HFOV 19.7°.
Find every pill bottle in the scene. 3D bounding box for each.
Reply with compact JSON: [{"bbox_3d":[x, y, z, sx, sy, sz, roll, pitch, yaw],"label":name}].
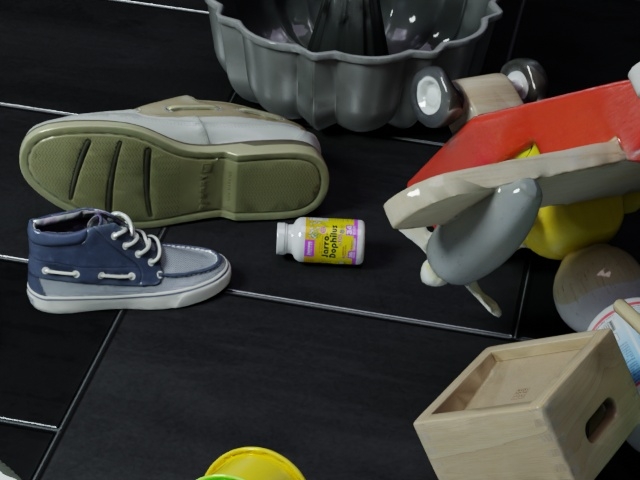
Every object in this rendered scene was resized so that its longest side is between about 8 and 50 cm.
[{"bbox_3d":[0.000,0.000,1.753,0.083,0.043,0.043,2,34,-1],"label":"pill bottle"},{"bbox_3d":[0.284,0.126,1.551,0.087,0.087,0.160,-3,35,-10],"label":"pill bottle"}]

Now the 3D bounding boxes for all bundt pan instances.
[{"bbox_3d":[0.033,-0.225,2.023,0.331,0.124,0.331,2,33,-1],"label":"bundt pan"}]

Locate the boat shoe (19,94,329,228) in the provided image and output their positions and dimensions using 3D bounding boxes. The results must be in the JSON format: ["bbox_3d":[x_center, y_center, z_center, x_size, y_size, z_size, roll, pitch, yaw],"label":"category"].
[{"bbox_3d":[-0.148,-0.081,1.814,0.302,0.113,0.103,6,31,-16],"label":"boat shoe"}]

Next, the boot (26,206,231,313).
[{"bbox_3d":[-0.173,0.013,1.679,0.190,0.086,0.069,-7,35,-16],"label":"boot"}]

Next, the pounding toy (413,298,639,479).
[{"bbox_3d":[0.215,0.128,1.468,0.206,0.094,0.181,-12,19,41],"label":"pounding toy"}]

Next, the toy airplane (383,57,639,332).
[{"bbox_3d":[0.260,-0.049,1.651,0.386,0.272,0.384,-8,1,7],"label":"toy airplane"}]

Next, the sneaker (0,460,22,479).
[{"bbox_3d":[-0.272,0.261,1.276,0.178,0.124,0.295,-7,35,-33],"label":"sneaker"}]

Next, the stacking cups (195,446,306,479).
[{"bbox_3d":[-0.104,0.234,1.264,0.096,0.096,0.316,16,17,18],"label":"stacking cups"}]
